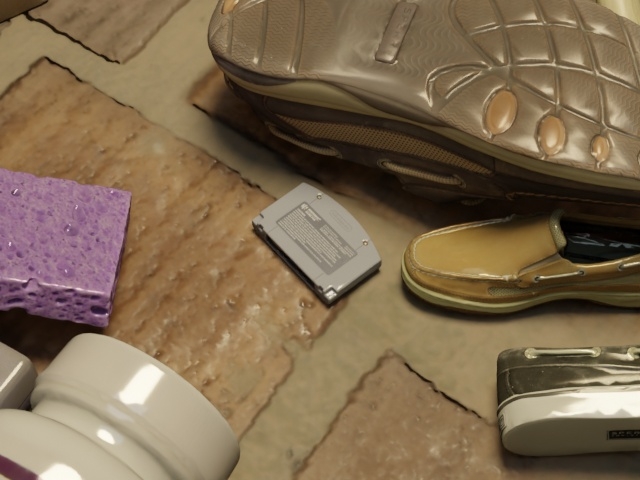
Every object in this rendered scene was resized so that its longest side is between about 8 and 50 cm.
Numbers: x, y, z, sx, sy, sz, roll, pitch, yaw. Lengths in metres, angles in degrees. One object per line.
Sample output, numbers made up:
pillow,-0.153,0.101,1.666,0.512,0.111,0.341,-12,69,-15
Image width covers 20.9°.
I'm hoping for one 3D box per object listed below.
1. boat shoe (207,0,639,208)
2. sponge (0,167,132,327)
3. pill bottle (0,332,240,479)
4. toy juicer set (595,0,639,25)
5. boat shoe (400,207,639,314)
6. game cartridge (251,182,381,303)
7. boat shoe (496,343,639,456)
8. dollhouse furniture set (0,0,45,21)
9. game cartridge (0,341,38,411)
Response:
boat shoe,0.099,-0.096,1.172,0.355,0.130,0.132,20,66,19
sponge,-0.233,-0.006,1.133,0.210,0.031,0.117,9,38,-5
pill bottle,-0.177,0.203,0.964,0.169,0.169,0.301,29,62,16
toy juicer set,0.291,-0.165,1.224,0.329,0.089,0.209,12,78,-16
boat shoe,0.149,0.004,1.149,0.190,0.072,0.068,-3,59,-3
game cartridge,0.000,0.000,1.182,0.056,0.017,0.083,-36,66,-17
boat shoe,0.220,0.090,1.094,0.219,0.078,0.070,-1,59,0
dollhouse furniture set,-0.260,-0.372,1.239,0.198,0.303,0.286,-32,64,-18
game cartridge,-0.357,0.169,1.047,0.230,0.068,0.355,29,62,11
